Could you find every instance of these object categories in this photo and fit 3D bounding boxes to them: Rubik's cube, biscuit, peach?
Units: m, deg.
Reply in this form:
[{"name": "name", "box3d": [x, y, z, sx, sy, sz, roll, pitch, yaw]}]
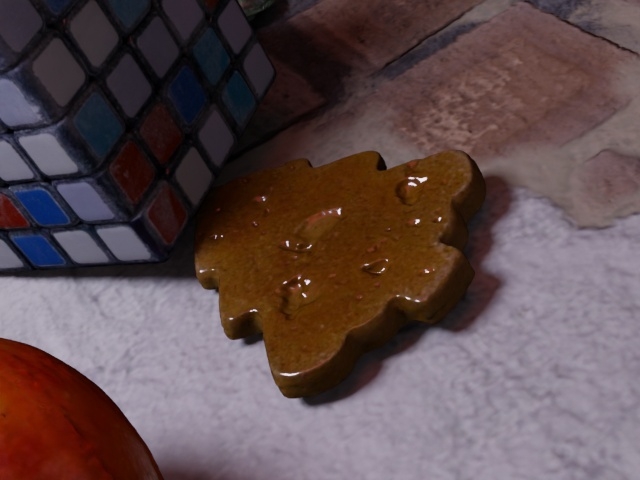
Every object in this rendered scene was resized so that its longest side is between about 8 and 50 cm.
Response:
[{"name": "Rubik's cube", "box3d": [-0.261, -0.165, 0.911, 0.293, 0.287, 0.292, -5, 44, 31]}, {"name": "biscuit", "box3d": [0.000, 0.001, 0.842, 0.301, 0.043, 0.278, 23, 59, 41]}, {"name": "peach", "box3d": [-0.218, 0.194, 0.589, 0.281, 0.281, 0.238, 0, 1, 14]}]

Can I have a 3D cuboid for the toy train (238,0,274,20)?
[{"name": "toy train", "box3d": [-0.201, -0.327, 1.185, 0.304, 0.150, 0.221, -33, 35, -24]}]
